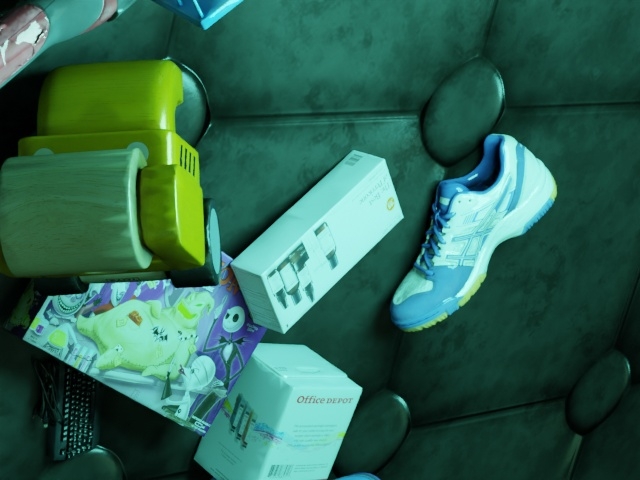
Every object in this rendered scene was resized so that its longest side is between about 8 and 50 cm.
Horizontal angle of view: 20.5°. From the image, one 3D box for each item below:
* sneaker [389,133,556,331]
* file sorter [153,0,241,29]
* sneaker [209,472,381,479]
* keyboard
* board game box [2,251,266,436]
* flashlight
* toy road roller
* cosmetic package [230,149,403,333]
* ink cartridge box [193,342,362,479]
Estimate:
[{"bbox_3d":[0.177,-0.016,2.366,0.296,0.112,0.131,-49,121,-9],"label":"sneaker"},{"bbox_3d":[-0.139,-0.313,1.807,0.118,0.170,0.104,-40,133,-17],"label":"file sorter"},{"bbox_3d":[-0.053,0.373,2.361,0.322,0.130,0.236,-34,139,-14],"label":"sneaker"},{"bbox_3d":[-0.290,0.184,2.088,0.100,0.038,0.192,-16,125,-36],"label":"keyboard"},{"bbox_3d":[-0.198,0.083,2.084,0.347,0.056,0.208,36,78,-49],"label":"board game box"},{"bbox_3d":[-0.302,-0.196,1.729,0.304,0.103,0.103,-46,138,-32],"label":"flashlight"},{"bbox_3d":[-0.221,-0.076,1.788,0.329,0.202,0.241,48,38,-81],"label":"toy road roller"},{"bbox_3d":[0.000,0.000,2.182,0.239,0.060,0.099,-44,134,-29],"label":"cosmetic package"},{"bbox_3d":[-0.055,0.234,2.271,0.128,0.127,0.176,6,111,-44],"label":"ink cartridge box"}]
